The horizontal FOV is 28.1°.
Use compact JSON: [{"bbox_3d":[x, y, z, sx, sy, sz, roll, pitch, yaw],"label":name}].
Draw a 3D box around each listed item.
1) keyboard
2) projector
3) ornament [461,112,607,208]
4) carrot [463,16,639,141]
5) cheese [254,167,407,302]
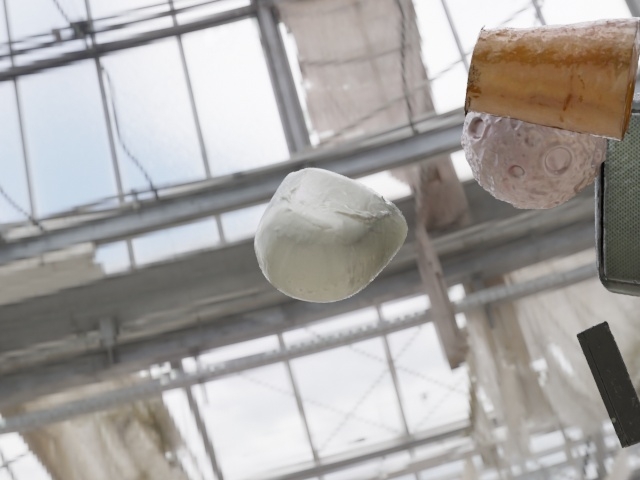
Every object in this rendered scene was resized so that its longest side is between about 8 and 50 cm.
[{"bbox_3d":[0.463,0.226,2.016,0.060,0.195,0.018,-29,-17,35],"label":"keyboard"},{"bbox_3d":[0.753,-0.110,2.638,0.395,0.405,0.242,-11,13,-43],"label":"projector"},{"bbox_3d":[0.376,-0.177,2.278,0.259,0.259,0.225,8,-44,-34],"label":"ornament"},{"bbox_3d":[0.360,-0.259,1.984,0.254,0.196,0.196,8,-27,13],"label":"carrot"},{"bbox_3d":[0.000,0.000,1.777,0.198,0.189,0.154,20,-56,20],"label":"cheese"}]
